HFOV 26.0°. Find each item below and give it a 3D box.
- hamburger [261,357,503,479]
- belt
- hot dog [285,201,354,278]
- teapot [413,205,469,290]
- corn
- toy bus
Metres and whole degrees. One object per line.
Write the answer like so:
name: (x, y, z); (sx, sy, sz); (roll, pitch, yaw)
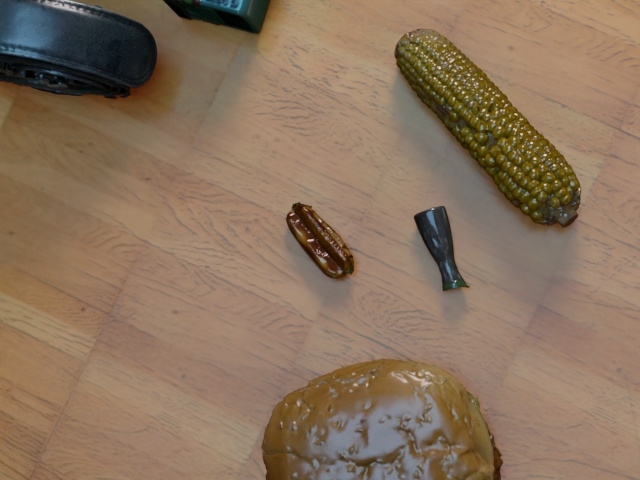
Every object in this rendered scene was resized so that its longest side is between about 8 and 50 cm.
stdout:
hamburger: (0.075, 0.277, 1.705); (0.283, 0.144, 0.259); (-22, 79, -1)
belt: (-0.342, -0.253, 1.773); (0.268, 0.206, 0.116); (9, 85, -4)
hot dog: (0.000, 0.000, 1.795); (0.049, 0.037, 0.122); (-40, 76, 13)
teapot: (0.156, 0.013, 1.770); (0.043, 0.043, 0.110); (-19, 85, 5)
corn: (0.213, -0.144, 1.755); (0.097, 0.097, 0.320); (-41, 79, 1)
toy bus: (-0.107, -0.410, 1.800); (0.147, 0.128, 0.256); (17, 88, 9)
